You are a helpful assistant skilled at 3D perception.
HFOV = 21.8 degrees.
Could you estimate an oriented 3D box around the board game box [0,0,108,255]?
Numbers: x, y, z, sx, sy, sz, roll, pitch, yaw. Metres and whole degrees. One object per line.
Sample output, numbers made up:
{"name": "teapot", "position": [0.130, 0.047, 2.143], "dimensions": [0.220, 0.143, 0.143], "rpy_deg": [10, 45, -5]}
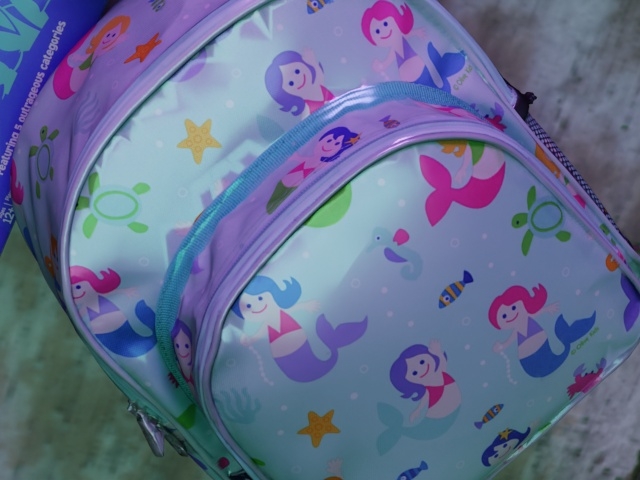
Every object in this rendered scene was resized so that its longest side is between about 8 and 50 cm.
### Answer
{"name": "board game box", "position": [-0.210, -0.096, 0.711], "dimensions": [0.210, 0.047, 0.160], "rpy_deg": [19, 106, -21]}

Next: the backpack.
{"name": "backpack", "position": [0.000, 0.000, 0.722], "dimensions": [0.225, 0.191, 0.253], "rpy_deg": [-41, 116, -1]}
